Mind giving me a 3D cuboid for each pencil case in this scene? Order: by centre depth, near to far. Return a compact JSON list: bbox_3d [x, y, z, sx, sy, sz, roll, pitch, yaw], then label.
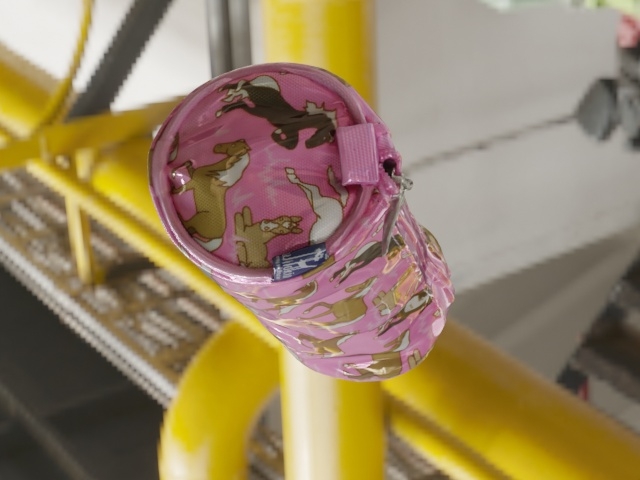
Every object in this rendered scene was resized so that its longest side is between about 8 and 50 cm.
[{"bbox_3d":[0.000,0.000,1.285,0.160,0.386,0.167,-45,-108,-3],"label":"pencil case"}]
